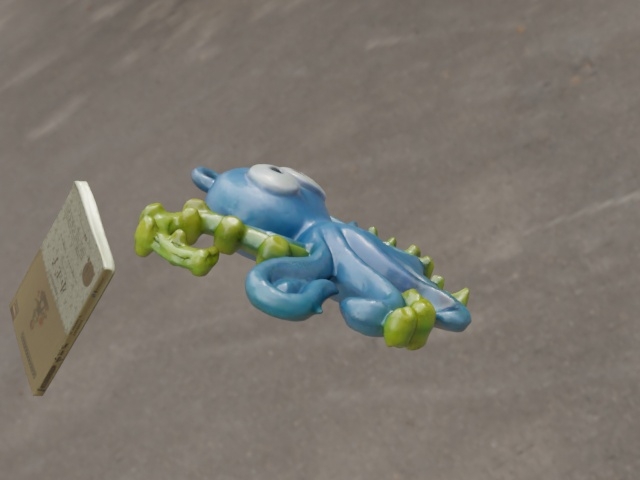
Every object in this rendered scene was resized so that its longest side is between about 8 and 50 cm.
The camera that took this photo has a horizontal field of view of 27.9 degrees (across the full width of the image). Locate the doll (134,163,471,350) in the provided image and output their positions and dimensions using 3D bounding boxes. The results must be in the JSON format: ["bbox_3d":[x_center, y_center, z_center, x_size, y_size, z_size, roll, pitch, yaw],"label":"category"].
[{"bbox_3d":[0.000,0.000,1.242,0.341,0.098,0.346,25,16,25],"label":"doll"}]

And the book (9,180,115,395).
[{"bbox_3d":[-0.278,0.051,1.373,0.198,0.016,0.138,-55,43,31],"label":"book"}]
